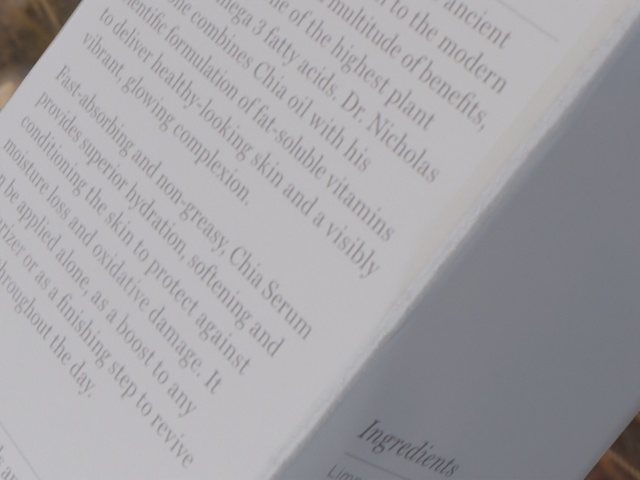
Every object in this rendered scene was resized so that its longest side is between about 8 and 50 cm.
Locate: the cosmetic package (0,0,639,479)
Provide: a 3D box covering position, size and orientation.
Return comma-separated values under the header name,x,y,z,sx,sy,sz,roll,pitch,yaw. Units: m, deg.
name,x,y,z,sx,sy,sz,roll,pitch,yaw
cosmetic package,0.000,0.000,0.615,0.453,0.161,0.230,-52,48,8
